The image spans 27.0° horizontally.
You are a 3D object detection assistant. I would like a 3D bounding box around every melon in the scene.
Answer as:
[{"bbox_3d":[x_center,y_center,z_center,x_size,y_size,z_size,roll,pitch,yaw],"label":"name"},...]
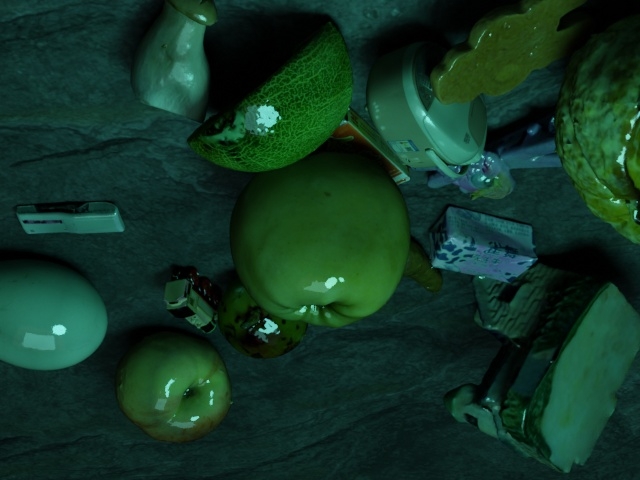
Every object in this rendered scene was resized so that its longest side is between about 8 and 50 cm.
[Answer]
[{"bbox_3d":[-0.064,-0.152,1.778,0.265,0.169,0.129,-32,102,38],"label":"melon"}]

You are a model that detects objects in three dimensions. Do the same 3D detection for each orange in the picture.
[{"bbox_3d":[0.425,-0.159,1.745,0.210,0.271,0.368,32,169,40],"label":"orange"}]

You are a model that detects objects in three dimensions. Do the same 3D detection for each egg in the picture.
[{"bbox_3d":[-0.487,0.121,2.223,0.264,0.183,0.183,12,145,-6],"label":"egg"}]

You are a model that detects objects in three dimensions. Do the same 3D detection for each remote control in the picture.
[{"bbox_3d":[-0.400,-0.033,2.127,0.166,0.029,0.065,-2,147,5],"label":"remote control"}]

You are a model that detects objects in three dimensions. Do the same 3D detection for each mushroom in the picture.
[{"bbox_3d":[-0.190,-0.250,1.753,0.116,0.093,0.225,22,131,11],"label":"mushroom"}]

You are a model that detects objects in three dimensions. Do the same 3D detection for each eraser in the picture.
[{"bbox_3d":[0.006,-0.131,1.962,0.157,0.038,0.230,-20,142,29],"label":"eraser"}]

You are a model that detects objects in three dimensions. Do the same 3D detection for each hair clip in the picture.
[{"bbox_3d":[0.256,-0.124,1.919,0.278,0.090,0.137,-21,138,29],"label":"hair clip"}]

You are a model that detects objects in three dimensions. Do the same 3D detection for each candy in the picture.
[{"bbox_3d":[0.256,0.009,2.136,0.160,0.073,0.092,13,146,-18],"label":"candy"}]

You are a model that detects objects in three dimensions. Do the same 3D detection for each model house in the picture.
[{"bbox_3d":[0.343,0.193,2.220,0.284,0.298,0.243,20,165,48],"label":"model house"}]

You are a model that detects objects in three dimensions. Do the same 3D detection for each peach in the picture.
[{"bbox_3d":[-0.276,0.262,2.445,0.232,0.232,0.232,1,146,0],"label":"peach"}]

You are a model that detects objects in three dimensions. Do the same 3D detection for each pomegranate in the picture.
[{"bbox_3d":[-0.091,0.143,2.282,0.156,0.156,0.220,-6,150,10],"label":"pomegranate"}]

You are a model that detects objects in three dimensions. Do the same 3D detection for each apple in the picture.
[{"bbox_3d":[0.000,0.000,1.924,0.262,0.262,0.262,1,146,0],"label":"apple"}]

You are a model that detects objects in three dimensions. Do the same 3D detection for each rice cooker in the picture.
[{"bbox_3d":[0.144,-0.177,1.799,0.127,0.145,0.206,-5,146,30],"label":"rice cooker"}]

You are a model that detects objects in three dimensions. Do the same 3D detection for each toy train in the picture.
[{"bbox_3d":[-0.215,0.106,2.280,0.050,0.087,0.138,-12,143,24],"label":"toy train"}]

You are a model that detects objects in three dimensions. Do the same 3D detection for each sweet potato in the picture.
[{"bbox_3d":[0.139,0.030,2.181,0.067,0.067,0.274,-19,144,27],"label":"sweet potato"}]

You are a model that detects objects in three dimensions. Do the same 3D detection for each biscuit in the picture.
[{"bbox_3d":[0.245,-0.250,1.703,0.236,0.040,0.144,-28,139,-4],"label":"biscuit"}]
